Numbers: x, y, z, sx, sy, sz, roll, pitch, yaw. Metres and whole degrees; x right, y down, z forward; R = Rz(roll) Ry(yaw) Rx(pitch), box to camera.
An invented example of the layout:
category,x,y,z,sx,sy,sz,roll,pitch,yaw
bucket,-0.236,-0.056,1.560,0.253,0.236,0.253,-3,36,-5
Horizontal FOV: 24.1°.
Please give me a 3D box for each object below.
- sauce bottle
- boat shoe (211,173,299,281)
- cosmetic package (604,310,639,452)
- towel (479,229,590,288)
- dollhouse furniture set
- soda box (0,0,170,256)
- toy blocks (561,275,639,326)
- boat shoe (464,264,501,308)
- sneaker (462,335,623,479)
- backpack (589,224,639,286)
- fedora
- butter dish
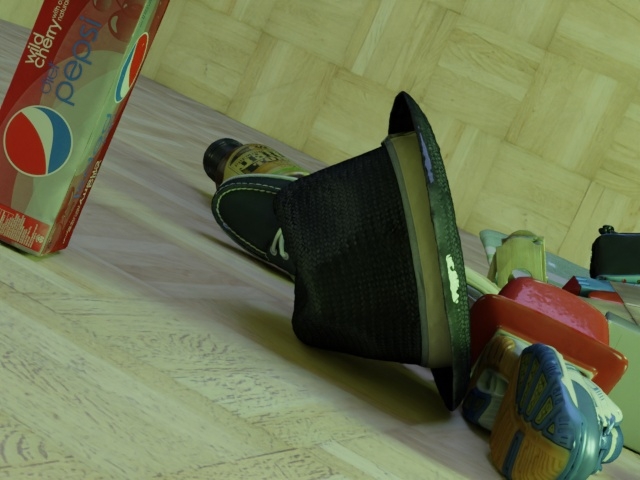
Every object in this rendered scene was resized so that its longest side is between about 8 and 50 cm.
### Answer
category,x,y,z,sx,sy,sz,roll,pitch,yaw
sauce bottle,-0.083,-0.073,2.075,0.111,0.111,0.344,21,6,-28
boat shoe,0.000,0.000,1.755,0.303,0.114,0.091,19,8,14
cosmetic package,0.400,0.185,1.676,0.238,0.127,0.107,23,7,6
towel,0.365,0.106,2.166,0.248,0.038,0.325,21,26,-16
dollhouse furniture set,0.220,0.039,2.006,0.161,0.101,0.182,-3,5,10
soda box,-0.215,-0.122,1.283,0.083,0.263,0.092,24,6,2
toy blocks,0.396,0.144,1.900,0.261,0.190,0.381,11,17,-5
boat shoe,0.158,0.100,1.601,0.285,0.092,0.103,29,-34,5
sneaker,0.217,0.155,1.312,0.131,0.112,0.296,24,7,-6
backpack,0.466,0.063,2.149,0.158,0.117,0.173,2,-26,12
fedora,0.040,0.019,1.406,0.153,0.334,0.334,-9,9,-2
butter dish,0.220,0.095,1.503,0.160,0.160,0.118,26,51,1
